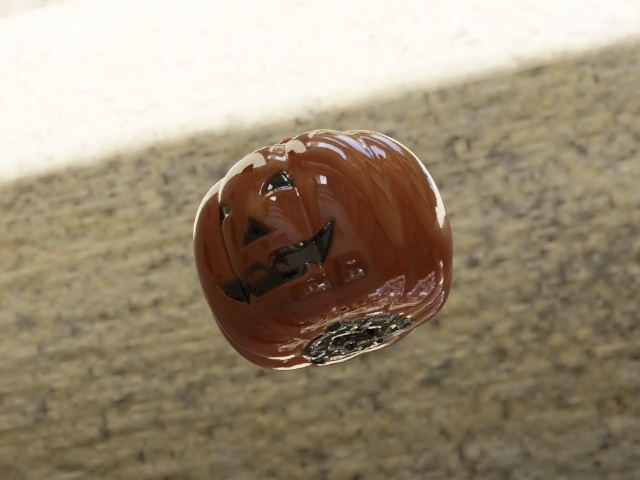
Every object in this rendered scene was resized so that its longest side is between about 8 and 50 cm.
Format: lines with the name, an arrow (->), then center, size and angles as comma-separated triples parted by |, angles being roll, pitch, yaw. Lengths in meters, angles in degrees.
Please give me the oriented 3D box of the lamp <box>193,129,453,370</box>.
lamp -> 0.000, 0.000, 1.172 | 0.187, 0.187, 0.164 | 33, 37, -66
